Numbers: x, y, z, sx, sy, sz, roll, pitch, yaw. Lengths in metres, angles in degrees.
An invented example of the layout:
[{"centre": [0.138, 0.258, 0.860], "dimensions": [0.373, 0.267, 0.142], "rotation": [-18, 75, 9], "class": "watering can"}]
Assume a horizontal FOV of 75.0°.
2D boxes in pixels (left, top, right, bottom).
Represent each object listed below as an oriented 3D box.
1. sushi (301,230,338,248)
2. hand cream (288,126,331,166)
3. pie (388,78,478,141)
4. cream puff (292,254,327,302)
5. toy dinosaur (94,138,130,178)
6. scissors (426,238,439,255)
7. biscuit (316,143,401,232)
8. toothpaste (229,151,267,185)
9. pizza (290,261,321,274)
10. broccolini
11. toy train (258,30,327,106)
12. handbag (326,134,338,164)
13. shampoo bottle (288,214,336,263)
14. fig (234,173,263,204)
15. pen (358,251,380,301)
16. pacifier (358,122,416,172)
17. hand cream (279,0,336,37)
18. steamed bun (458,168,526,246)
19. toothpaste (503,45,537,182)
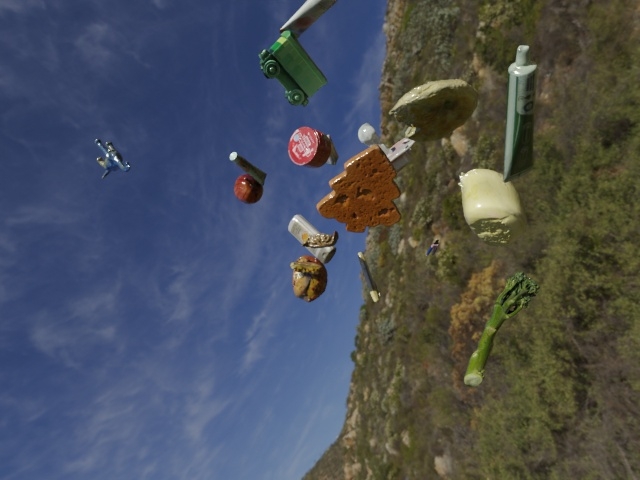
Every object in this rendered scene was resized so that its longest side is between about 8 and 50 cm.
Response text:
[{"centre": [0.000, 0.000, 1.359], "dimensions": [0.055, 0.120, 0.052], "rotation": [38, -126, -55], "class": "sushi"}, {"centre": [-0.061, -0.532, 2.411], "dimensions": [0.149, 0.230, 0.230], "rotation": [5, -62, -55], "class": "hand cream"}, {"centre": [0.430, -0.483, 1.557], "dimensions": [0.337, 0.075, 0.337], "rotation": [-8, -21, -3], "class": "pie"}, {"centre": [-0.051, 0.195, 2.119], "dimensions": [0.163, 0.240, 0.240], "rotation": [17, -68, -22], "class": "cream puff"}, {"centre": [-0.750, -0.261, 1.528], "dimensions": [0.075, 0.188, 0.248], "rotation": [-26, -15, -40], "class": "toy dinosaur"}, {"centre": [0.517, 0.033, 1.908], "dimensions": [0.039, 0.012, 0.113], "rotation": [-1, -41, -10], "class": "scissors"}, {"centre": [0.143, -0.159, 1.317], "dimensions": [0.043, 0.283, 0.307], "rotation": [-91, 12, -56], "class": "biscuit"}, {"centre": [-0.276, -0.280, 1.628], "dimensions": [0.205, 0.036, 0.056], "rotation": [33, -111, -57], "class": "toothpaste"}, {"centre": [-0.061, 0.122, 1.830], "dimensions": [0.175, 0.134, 0.046], "rotation": [7, -86, -52], "class": "pizza"}, {"centre": [0.424, 0.193, 0.947], "dimensions": [0.074, 0.079, 0.392], "rotation": [-32, 7, 46], "class": "broccolini"}, {"centre": [-0.119, -0.725, 1.794], "dimensions": [0.202, 0.120, 0.301], "rotation": [-41, -55, 9], "class": "toy train"}, {"centre": [0.052, -0.566, 2.642], "dimensions": [0.117, 0.095, 0.173], "rotation": [-86, -23, -50], "class": "handbag"}, {"centre": [-0.036, -0.007, 1.678], "dimensions": [0.055, 0.227, 0.086], "rotation": [-9, -44, -52], "class": "shampoo bottle"}, {"centre": [-0.295, -0.227, 1.725], "dimensions": [0.128, 0.128, 0.150], "rotation": [-32, -35, -40], "class": "fig"}, {"centre": [0.212, 0.157, 1.813], "dimensions": [0.040, 0.234, 0.032], "rotation": [-9, -22, -19], "class": "pen"}, {"centre": [0.280, -0.380, 1.833], "dimensions": [0.332, 0.220, 0.273], "rotation": [-38, -40, 6], "class": "pacifier"}, {"centre": [-0.027, -0.960, 1.737], "dimensions": [0.340, 0.078, 0.124], "rotation": [-26, -8, 42], "class": "hand cream"}, {"centre": [0.596, -0.124, 1.417], "dimensions": [0.273, 0.166, 0.232], "rotation": [39, -130, -33], "class": "steamed bun"}, {"centre": [0.521, -0.315, 1.086], "dimensions": [0.098, 0.061, 0.392], "rotation": [-25, -46, -1], "class": "toothpaste"}]
